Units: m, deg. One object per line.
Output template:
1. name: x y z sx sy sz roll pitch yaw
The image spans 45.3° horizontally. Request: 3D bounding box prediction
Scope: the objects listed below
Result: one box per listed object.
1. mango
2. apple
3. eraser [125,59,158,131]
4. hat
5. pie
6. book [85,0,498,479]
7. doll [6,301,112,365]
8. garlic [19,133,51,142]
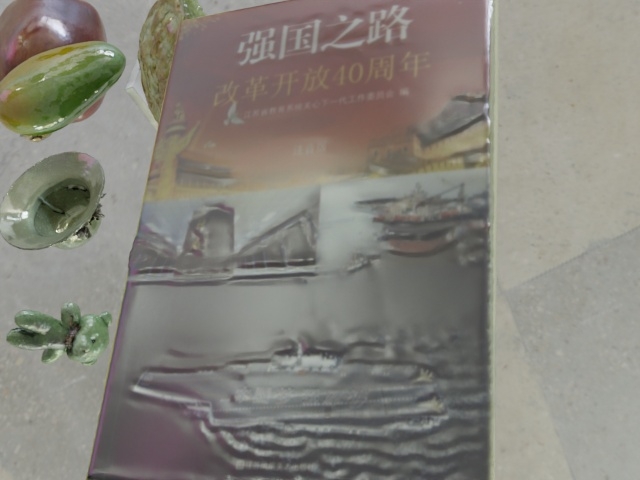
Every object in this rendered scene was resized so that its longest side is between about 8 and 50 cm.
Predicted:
1. mango: -0.477 -0.287 1.399 0.251 0.156 0.114 -39 136 -7
2. apple: -0.629 -0.418 1.789 0.287 0.288 0.317 8 63 -13
3. eraser: -0.341 -0.288 1.579 0.023 0.104 0.150 -14 134 20
4. hat: -0.562 -0.059 1.695 0.257 0.257 0.130 -32 144 -2
5. pie: -0.164 -0.195 0.971 0.089 0.201 0.248 -14 86 -28
6. book: -0.011 -0.017 0.527 0.262 0.028 0.374 -4 65 21
7. doll: -0.389 0.148 1.151 0.150 0.077 0.115 14 111 -33
8. garlic: -0.566 -0.258 1.555 0.066 0.152 0.084 13 142 -24
